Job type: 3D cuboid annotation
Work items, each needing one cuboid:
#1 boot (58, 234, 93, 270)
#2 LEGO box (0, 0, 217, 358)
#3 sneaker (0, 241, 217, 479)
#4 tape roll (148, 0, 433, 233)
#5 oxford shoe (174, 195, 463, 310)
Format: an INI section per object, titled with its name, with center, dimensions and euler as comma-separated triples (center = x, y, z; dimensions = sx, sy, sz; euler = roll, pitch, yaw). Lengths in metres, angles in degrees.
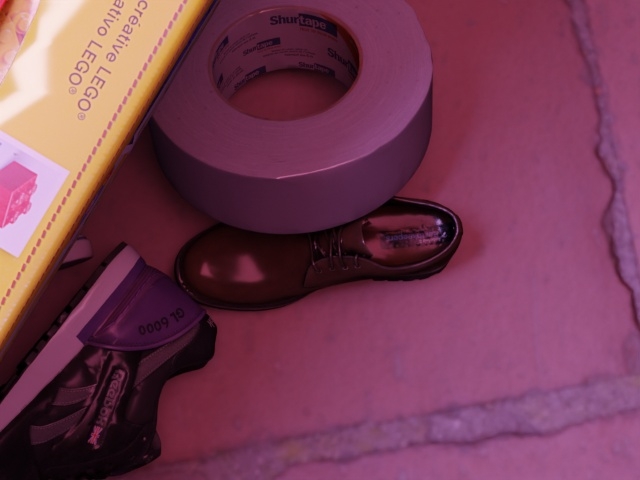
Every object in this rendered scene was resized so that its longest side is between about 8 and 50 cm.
[boot]
center = -0.271, -0.006, 1.075
dimensions = 0.190, 0.069, 0.086
euler = -11, 86, -10
[LEGO box]
center = -0.199, -0.098, 0.851
dimensions = 0.193, 0.372, 0.500
euler = 31, 91, -8
[sneaker]
center = -0.183, 0.144, 1.044
dimensions = 0.124, 0.107, 0.283
euler = 39, 76, -6
[tape roll]
center = -0.024, -0.113, 1.093
dimensions = 0.219, 0.072, 0.219
euler = -2, 55, 3
[oxford shoe]
center = 0.000, 0.000, 1.106
dimensions = 0.227, 0.096, 0.082
euler = -12, 82, -10
